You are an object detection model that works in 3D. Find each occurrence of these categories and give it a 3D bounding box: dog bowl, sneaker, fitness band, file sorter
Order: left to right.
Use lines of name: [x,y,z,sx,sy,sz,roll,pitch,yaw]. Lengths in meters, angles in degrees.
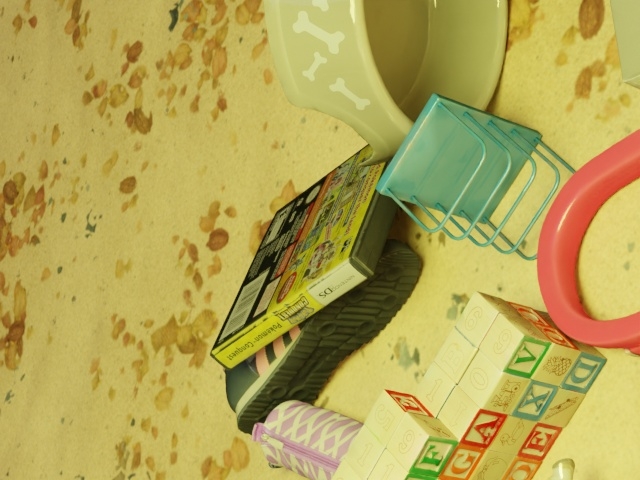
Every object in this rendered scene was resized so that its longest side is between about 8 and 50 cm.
sneaker: [-0.015,0.084,1.868,0.319,0.112,0.131,-47,47,26]
dog bowl: [0.084,-0.253,1.702,0.102,0.349,0.349,0,77,36]
file sorter: [0.170,-0.058,1.657,0.118,0.170,0.104,-58,46,18]
fitness band: [0.332,-0.010,1.546,0.291,0.054,0.209,-33,52,37]

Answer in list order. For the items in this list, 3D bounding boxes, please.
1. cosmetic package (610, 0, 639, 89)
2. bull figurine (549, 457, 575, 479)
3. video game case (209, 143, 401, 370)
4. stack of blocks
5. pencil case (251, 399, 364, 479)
cosmetic package: [0.349,-0.255,1.548,0.107,0.127,0.238,-23,59,43]
bull figurine: [0.236,0.330,1.502,0.310,0.101,0.188,-44,41,23]
video game case: [0.000,0.000,1.833,0.248,0.035,0.275,-35,20,37]
stack of blocks: [0.134,0.203,1.607,0.087,0.171,0.297,46,112,46]
pencil case: [0.013,0.238,1.801,0.206,0.088,0.086,13,89,50]
